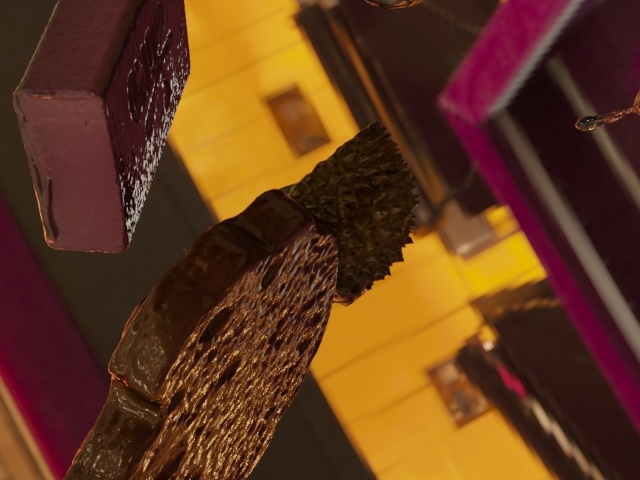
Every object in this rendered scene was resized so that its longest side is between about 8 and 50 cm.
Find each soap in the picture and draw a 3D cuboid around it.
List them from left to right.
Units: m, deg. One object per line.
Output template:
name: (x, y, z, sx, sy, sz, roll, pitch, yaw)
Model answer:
soap: (-0.183, -0.137, 1.530, 0.259, 0.081, 0.181, -77, -13, -47)

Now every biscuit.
biscuit: (-0.105, 0.128, 1.495, 0.074, 0.381, 0.359, 30, 138, 21)

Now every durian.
durian: (0.000, 0.000, 1.693, 0.137, 0.237, 0.193, 58, 163, -1)

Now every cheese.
cheese: (0.295, -0.122, 1.544, 0.095, 0.145, 0.038, -8, -99, -66)

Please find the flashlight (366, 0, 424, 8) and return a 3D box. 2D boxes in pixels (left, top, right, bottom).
flashlight: (0.178, -0.282, 1.452, 0.103, 0.424, 0.103, 20, 121, 36)
